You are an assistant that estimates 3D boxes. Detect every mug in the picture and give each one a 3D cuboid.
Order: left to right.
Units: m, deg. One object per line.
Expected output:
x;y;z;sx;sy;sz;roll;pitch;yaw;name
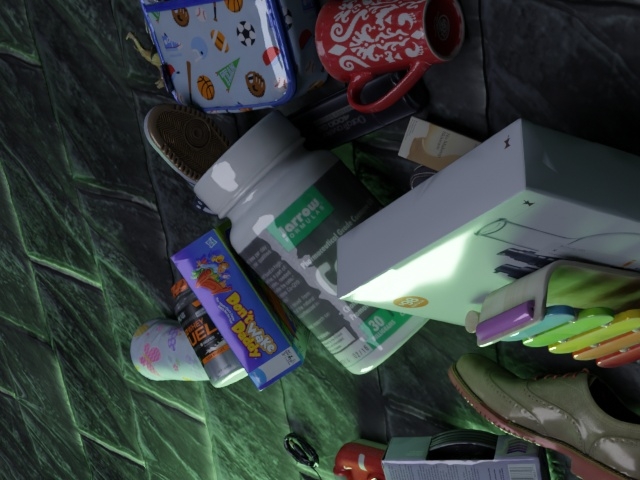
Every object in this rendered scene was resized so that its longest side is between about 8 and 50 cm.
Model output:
0.097;-0.251;1.536;0.169;0.113;0.150;-1;111;42;mug

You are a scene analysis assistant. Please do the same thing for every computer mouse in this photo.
0.017;0.451;2.202;0.242;0.041;0.071;52;134;14;computer mouse

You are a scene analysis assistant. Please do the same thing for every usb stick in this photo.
0.043;-0.181;1.694;0.278;0.045;0.077;-19;111;51;usb stick

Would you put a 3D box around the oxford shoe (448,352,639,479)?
0.337;0.226;1.659;0.348;0.123;0.130;28;108;32;oxford shoe

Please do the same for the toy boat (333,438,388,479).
0.099;0.437;2.005;0.231;0.151;0.151;6;121;44;toy boat

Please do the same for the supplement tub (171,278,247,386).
-0.175;0.146;2.046;0.190;0.117;0.117;60;143;11;supplement tub

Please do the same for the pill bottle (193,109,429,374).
0.000;0.000;1.711;0.361;0.204;0.204;46;142;-2;pill bottle

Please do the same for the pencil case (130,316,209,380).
-0.243;0.201;2.221;0.273;0.113;0.124;-9;91;48;pencil case

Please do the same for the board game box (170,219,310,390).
-0.114;0.086;1.858;0.233;0.078;0.347;57;-176;-3;board game box

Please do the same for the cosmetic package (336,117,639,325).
0.235;0.001;1.445;0.377;0.284;0.097;-35;47;52;cosmetic package

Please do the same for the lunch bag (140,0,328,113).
-0.136;-0.312;1.733;0.303;0.115;0.243;3;117;44;lunch bag

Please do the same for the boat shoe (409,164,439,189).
0.196;-0.054;1.610;0.206;0.065;0.075;22;131;35;boat shoe

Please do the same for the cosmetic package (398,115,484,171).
0.167;-0.121;1.592;0.115;0.041;0.060;24;100;33;cosmetic package

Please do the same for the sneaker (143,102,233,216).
-0.187;-0.116;1.860;0.282;0.099;0.153;32;161;-33;sneaker

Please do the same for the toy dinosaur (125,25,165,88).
-0.263;-0.301;1.900;0.093;0.053;0.183;52;173;7;toy dinosaur

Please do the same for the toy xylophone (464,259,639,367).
0.325;0.102;1.458;0.236;0.322;0.081;138;134;-58;toy xylophone

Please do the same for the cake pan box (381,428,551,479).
0.239;0.416;1.838;0.245;0.070;0.267;-7;116;19;cake pan box
